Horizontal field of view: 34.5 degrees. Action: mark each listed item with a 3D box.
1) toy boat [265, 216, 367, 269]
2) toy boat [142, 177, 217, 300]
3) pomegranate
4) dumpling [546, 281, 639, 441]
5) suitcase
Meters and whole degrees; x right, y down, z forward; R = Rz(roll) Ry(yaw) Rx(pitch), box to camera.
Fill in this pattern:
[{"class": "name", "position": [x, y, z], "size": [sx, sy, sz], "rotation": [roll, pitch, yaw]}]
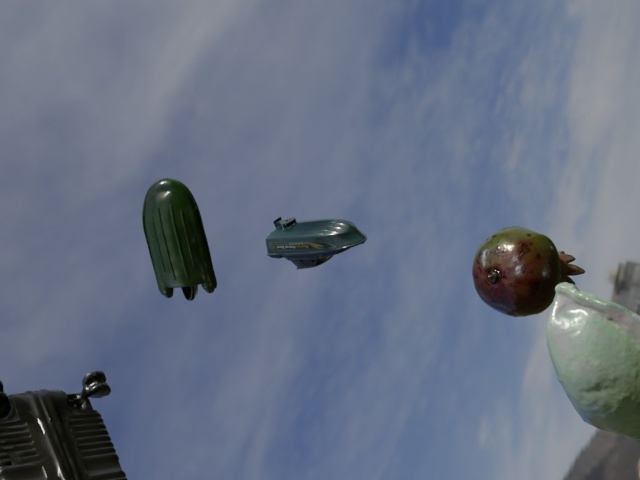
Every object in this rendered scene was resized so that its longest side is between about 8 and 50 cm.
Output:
[{"class": "toy boat", "position": [0.000, 0.000, 1.197], "size": [0.055, 0.141, 0.060], "rotation": [-33, -70, -40]}, {"class": "toy boat", "position": [-0.234, 0.001, 1.686], "size": [0.052, 0.104, 0.210], "rotation": [-53, -46, -68]}, {"class": "pomegranate", "position": [0.290, 0.051, 1.455], "size": [0.159, 0.129, 0.129], "rotation": [27, -106, -35]}, {"class": "dumpling", "position": [0.332, 0.131, 1.121], "size": [0.216, 0.149, 0.105], "rotation": [59, -154, -17]}, {"class": "suitcase", "position": [-0.322, 0.336, 1.123], "size": [0.152, 0.229, 0.335], "rotation": [2, -46, -40]}]
